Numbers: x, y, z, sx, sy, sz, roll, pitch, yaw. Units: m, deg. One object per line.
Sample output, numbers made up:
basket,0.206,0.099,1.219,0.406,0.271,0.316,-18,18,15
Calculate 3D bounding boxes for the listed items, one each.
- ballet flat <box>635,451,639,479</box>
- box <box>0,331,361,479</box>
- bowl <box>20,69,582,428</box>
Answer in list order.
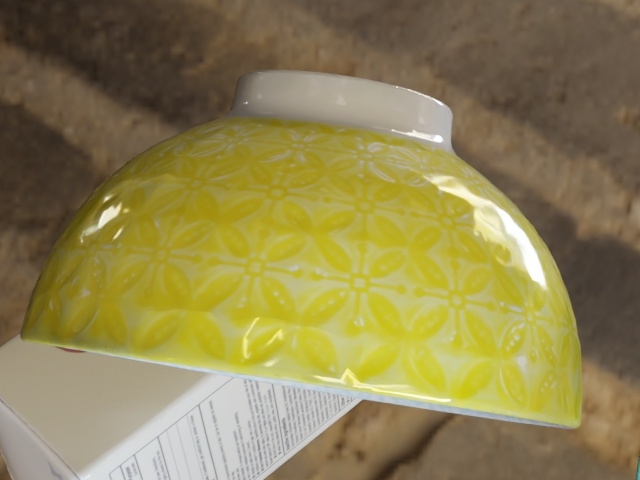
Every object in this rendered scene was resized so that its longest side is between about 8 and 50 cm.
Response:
ballet flat,0.216,0.015,0.774,0.096,0.095,0.280,14,-135,16
box,-0.096,0.096,1.190,0.232,0.149,0.127,-36,-125,-23
bowl,0.000,0.000,0.915,0.289,0.156,0.289,9,175,1
